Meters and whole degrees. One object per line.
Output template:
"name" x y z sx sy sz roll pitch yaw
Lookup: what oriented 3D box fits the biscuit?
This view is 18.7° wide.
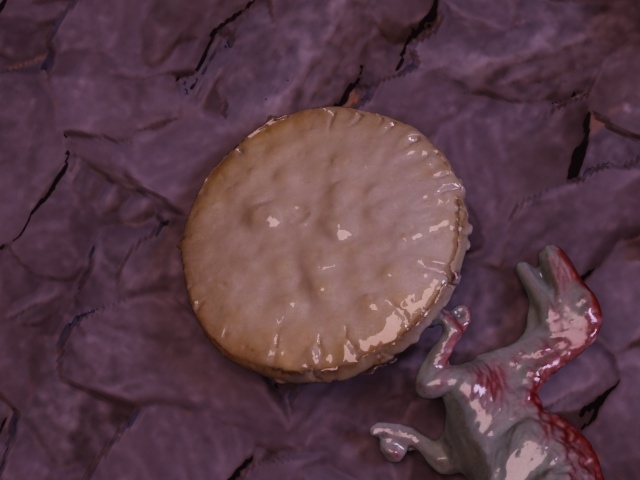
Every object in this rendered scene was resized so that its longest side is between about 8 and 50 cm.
"biscuit" 0.000 0.000 0.944 0.152 0.020 0.152 -8 62 16

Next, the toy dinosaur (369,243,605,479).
"toy dinosaur" 0.107 0.135 0.897 0.167 0.053 0.242 -31 66 -8
